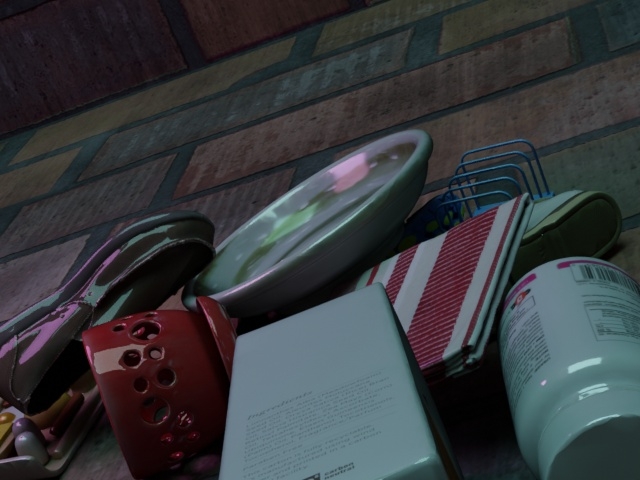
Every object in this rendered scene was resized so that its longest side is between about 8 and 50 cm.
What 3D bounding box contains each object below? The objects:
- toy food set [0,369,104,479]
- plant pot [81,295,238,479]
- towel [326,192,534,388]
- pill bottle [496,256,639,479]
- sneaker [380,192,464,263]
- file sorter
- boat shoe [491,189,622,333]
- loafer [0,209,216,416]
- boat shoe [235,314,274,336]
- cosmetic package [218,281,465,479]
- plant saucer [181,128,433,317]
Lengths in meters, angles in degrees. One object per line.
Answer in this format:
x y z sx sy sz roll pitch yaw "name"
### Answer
-0.419 0.232 1.702 0.220 0.092 0.306 -14 23 21 "toy food set"
-0.176 0.171 1.484 0.174 0.191 0.191 -18 21 -11 "plant pot"
0.090 0.089 1.369 0.329 0.037 0.237 -29 27 45 "towel"
0.254 0.142 1.142 0.160 0.160 0.283 -19 22 10 "pill bottle"
0.123 -0.006 1.727 0.188 0.067 0.078 -40 25 -14 "sneaker"
0.236 -0.051 1.678 0.118 0.104 0.170 -12 24 26 "file sorter"
0.227 0.029 1.516 0.302 0.113 0.103 -25 15 -22 "boat shoe"
-0.274 0.105 1.622 0.366 0.134 0.130 -38 61 -3 "loafer"
-0.092 0.130 1.685 0.056 0.048 0.153 -3 27 -10 "boat shoe"
0.037 0.214 1.011 0.161 0.230 0.453 -23 13 3 "cosmetic package"
0.000 0.000 1.670 0.400 0.100 0.400 -32 13 9 "plant saucer"
